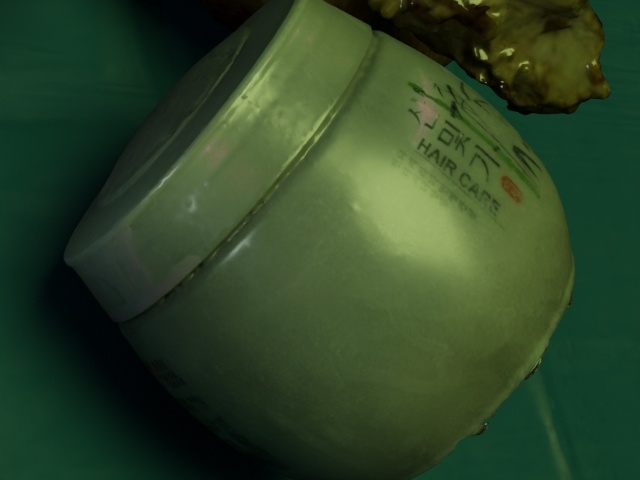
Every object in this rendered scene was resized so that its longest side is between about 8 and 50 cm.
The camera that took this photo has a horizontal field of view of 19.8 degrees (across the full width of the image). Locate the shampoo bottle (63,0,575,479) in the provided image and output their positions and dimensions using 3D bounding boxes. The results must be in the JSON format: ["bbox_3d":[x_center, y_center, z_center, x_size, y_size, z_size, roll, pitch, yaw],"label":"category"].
[{"bbox_3d":[0.000,0.000,1.163,0.266,0.273,0.273,42,45,-14],"label":"shampoo bottle"}]

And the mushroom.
[{"bbox_3d":[0.033,-0.268,1.301,0.331,0.356,0.334,23,74,-21],"label":"mushroom"}]
